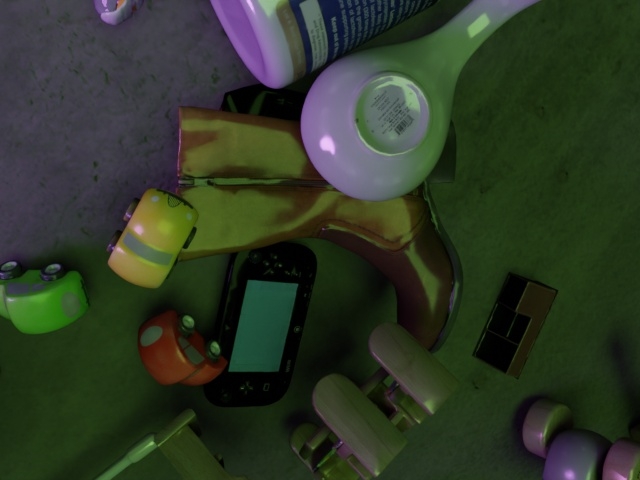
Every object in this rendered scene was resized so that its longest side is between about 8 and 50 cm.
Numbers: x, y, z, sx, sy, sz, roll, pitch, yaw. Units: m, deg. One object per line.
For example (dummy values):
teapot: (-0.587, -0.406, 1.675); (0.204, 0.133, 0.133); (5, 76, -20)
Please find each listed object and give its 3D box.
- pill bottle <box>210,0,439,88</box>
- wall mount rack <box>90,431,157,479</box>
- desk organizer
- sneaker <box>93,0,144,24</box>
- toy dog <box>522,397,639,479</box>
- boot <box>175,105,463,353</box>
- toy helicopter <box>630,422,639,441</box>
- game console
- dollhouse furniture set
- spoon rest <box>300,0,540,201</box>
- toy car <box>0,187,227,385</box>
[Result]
pill bottle: (0.033, -0.265, 0.505); (0.265, 0.153, 0.153); (-31, 111, -8)
wall mount rack: (-0.230, 0.389, 0.591); (0.350, 0.130, 0.304); (57, 44, -36)
desk organizer: (0.258, 0.113, 0.736); (0.050, 0.047, 0.130); (19, 98, -19)
sneaker: (-0.174, -0.295, 0.473); (0.083, 0.084, 0.214); (8, 91, -20)
toy dog: (0.382, 0.389, 0.775); (0.161, 0.220, 0.333); (-40, 99, -22)
boot: (0.000, 0.000, 0.551); (0.280, 0.096, 0.264); (-5, 105, -16)
toy helicopter: (0.538, 0.311, 0.777); (0.140, 0.235, 0.355); (-29, 111, -9)
game console: (-0.036, 0.022, 0.618); (0.213, 0.044, 0.361); (10, 102, -20)
dollhouse furniture set: (-0.018, 0.190, 0.571); (0.242, 0.212, 0.161); (-38, 73, -25)
spoon rest: (0.101, -0.153, 0.514); (0.276, 0.084, 0.137); (-44, 99, -4)
toy car: (-0.214, 0.063, 0.525); (0.225, 0.053, 0.239); (1, 126, 4)
